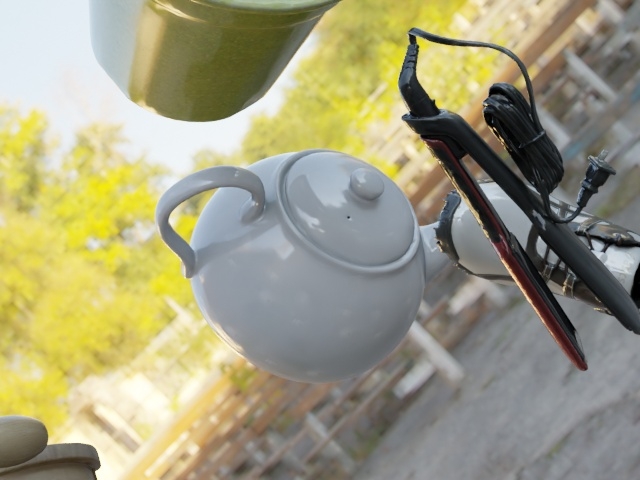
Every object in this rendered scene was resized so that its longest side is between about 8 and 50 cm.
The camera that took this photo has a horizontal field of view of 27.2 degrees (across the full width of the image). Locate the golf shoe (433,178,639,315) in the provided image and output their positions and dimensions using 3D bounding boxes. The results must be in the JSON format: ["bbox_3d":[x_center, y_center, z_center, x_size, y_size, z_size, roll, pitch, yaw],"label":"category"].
[{"bbox_3d":[0.177,0.005,0.937,0.094,0.198,0.077,10,86,65],"label":"golf shoe"}]

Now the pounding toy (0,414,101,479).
[{"bbox_3d":[-0.264,0.198,1.071,0.154,0.154,0.269,0,-29,-42],"label":"pounding toy"}]

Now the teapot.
[{"bbox_3d":[0.000,0.000,1.278,0.256,0.252,0.187,-44,-9,-47],"label":"teapot"}]

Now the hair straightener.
[{"bbox_3d":[0.127,-0.035,0.779,0.089,0.230,0.047,-33,9,16],"label":"hair straightener"}]

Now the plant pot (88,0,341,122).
[{"bbox_3d":[-0.090,-0.236,1.110,0.276,0.276,0.254,-45,-8,-29],"label":"plant pot"}]
